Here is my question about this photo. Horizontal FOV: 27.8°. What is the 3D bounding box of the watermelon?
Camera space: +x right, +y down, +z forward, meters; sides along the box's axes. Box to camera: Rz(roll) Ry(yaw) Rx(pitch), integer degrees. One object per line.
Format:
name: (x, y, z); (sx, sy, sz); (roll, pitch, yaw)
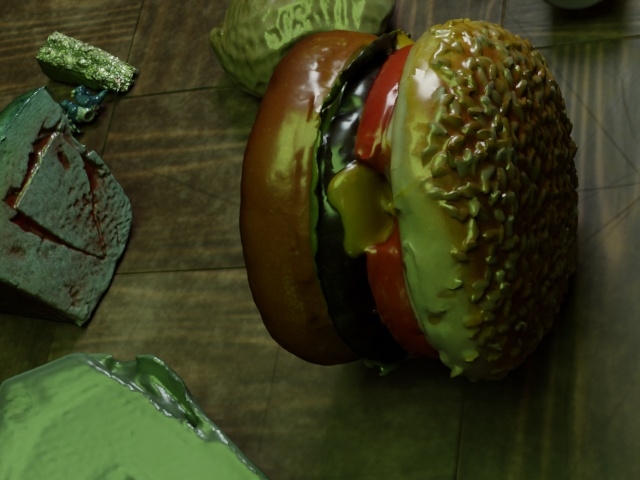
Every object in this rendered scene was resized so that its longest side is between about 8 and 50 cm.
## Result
watermelon: (-0.328, -0.024, 1.503); (0.262, 0.201, 0.212); (-32, 36, 65)

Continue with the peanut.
peanut: (-0.023, -0.260, 1.490); (0.233, 0.110, 0.196); (-21, 55, 12)

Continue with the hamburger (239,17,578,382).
hamburger: (0.094, -0.039, 1.172); (0.250, 0.330, 0.330); (5, 65, 28)

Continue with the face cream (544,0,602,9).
face cream: (0.291, -0.373, 1.424); (0.154, 0.096, 0.273); (-8, 46, 26)

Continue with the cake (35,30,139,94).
cake: (-0.297, -0.224, 1.641); (0.140, 0.055, 0.051); (16, 64, 31)

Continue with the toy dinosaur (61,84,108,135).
toy dinosaur: (-0.299, -0.161, 1.617); (0.083, 0.030, 0.047); (-45, 54, -2)

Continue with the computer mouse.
computer mouse: (-0.151, 0.275, 1.223); (0.429, 0.145, 0.228); (39, 76, 25)
